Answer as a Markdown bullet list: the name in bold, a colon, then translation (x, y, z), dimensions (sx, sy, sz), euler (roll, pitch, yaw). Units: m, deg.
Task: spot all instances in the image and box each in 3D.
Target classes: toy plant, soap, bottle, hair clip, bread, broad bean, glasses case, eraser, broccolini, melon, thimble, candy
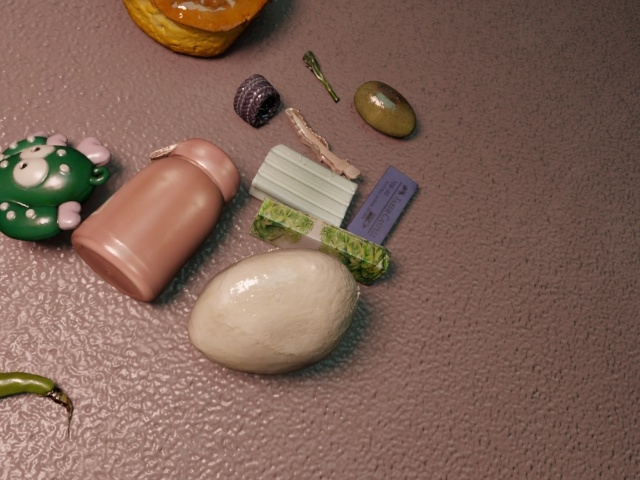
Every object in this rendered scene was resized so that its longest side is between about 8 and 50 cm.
- **toy plant**: translation (-0.479, -0.100, 0.903), dimensions (0.244, 0.112, 0.232), euler (11, 56, 15)
- **soap**: translation (-0.035, -0.105, 1.094), dimensions (0.198, 0.066, 0.119), euler (28, 62, -7)
- **bottle**: translation (-0.286, -0.057, 0.943), dimensions (0.207, 0.173, 0.296), euler (21, 60, 27)
- **hair clip**: translation (-0.002, -0.200, 1.155), dimensions (0.034, 0.072, 0.226), euler (-37, 76, -27)
- **bread**: translation (-0.263, -0.558, 1.120), dimensions (0.337, 0.204, 0.358), euler (33, 60, -1)
- **broad bean**: translation (-0.547, 0.244, 0.797), dimensions (0.318, 0.056, 0.098), euler (8, 67, -18)
- **glasses case**: translation (0.000, 0.000, 1.050), dimensions (0.272, 0.095, 0.062), euler (24, 60, -9)
- **eraser**: translation (0.138, -0.075, 1.157), dimensions (0.082, 0.036, 0.225), euler (36, 64, 0)
- **broccolini**: translation (0.004, -0.385, 1.233), dimensions (0.030, 0.035, 0.139), euler (-31, 83, -22)
- **melon**: translation (0.151, -0.300, 1.215), dimensions (0.162, 0.099, 0.099), euler (37, 63, -3)
- **thimble**: translation (-0.132, -0.296, 1.114), dimensions (0.066, 0.104, 0.095), euler (41, 59, 8)
- **candy**: translation (-0.070, 0.125, 0.880), dimensions (0.296, 0.295, 0.185), euler (-12, 61, -22)
